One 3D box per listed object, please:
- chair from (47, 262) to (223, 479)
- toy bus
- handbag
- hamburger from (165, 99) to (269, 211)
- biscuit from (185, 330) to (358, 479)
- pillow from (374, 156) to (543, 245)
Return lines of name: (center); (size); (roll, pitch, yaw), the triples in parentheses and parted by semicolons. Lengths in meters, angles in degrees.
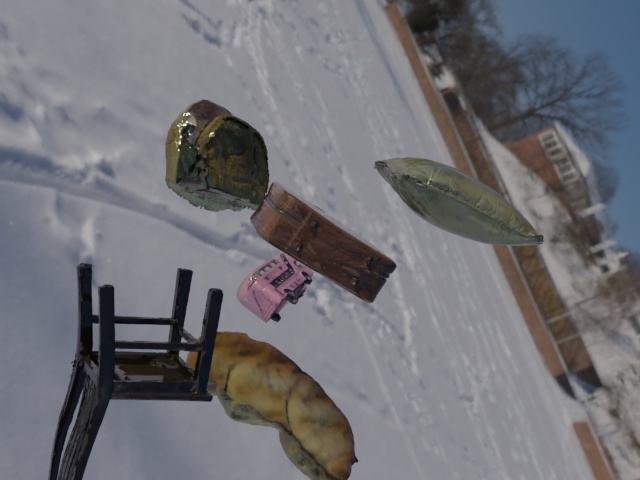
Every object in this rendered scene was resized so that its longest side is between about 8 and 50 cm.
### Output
chair: (-0.151, 0.131, 0.706); (0.084, 0.101, 0.212); (25, -72, 60)
toy bus: (-0.076, 0.079, 1.541); (0.090, 0.063, 0.203); (37, 18, 6)
handbag: (0.000, 0.000, 1.204); (0.193, 0.072, 0.151); (31, 4, -18)
hamburger: (-0.210, -0.178, 1.826); (0.309, 0.132, 0.211); (22, 70, -62)
biscuit: (-0.058, 0.208, 1.148); (0.299, 0.045, 0.154); (44, 27, -26)
pillow: (0.166, -0.054, 1.138); (0.185, 0.075, 0.302); (24, 7, -6)
